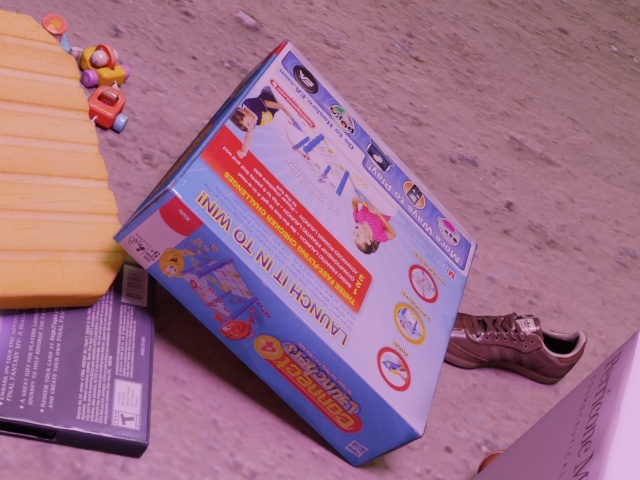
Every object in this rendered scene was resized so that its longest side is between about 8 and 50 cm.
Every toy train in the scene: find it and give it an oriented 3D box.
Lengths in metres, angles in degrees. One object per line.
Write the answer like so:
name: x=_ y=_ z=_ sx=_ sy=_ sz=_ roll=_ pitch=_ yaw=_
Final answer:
toy train: x=-0.270 y=-0.191 z=1.049 sx=0.166 sy=0.046 sz=0.125 roll=30 pitch=37 yaw=-4

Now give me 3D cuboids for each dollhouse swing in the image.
dollhouse swing: x=-0.272 y=-0.127 z=0.702 sx=0.304 sy=0.315 sz=0.347 roll=-6 pitch=66 yaw=-32

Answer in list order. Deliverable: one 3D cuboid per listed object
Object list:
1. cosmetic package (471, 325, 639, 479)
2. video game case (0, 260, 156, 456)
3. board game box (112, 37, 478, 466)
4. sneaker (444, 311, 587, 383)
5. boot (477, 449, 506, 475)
cosmetic package: x=0.111 y=0.255 z=0.549 sx=0.156 sy=0.385 sz=0.217 roll=35 pitch=37 yaw=3
video game case: x=-0.271 y=0.066 z=0.785 sx=0.274 sy=0.026 sz=0.196 roll=15 pitch=41 yaw=-20
board game box: x=0.000 y=0.000 z=0.920 sx=0.308 sy=0.086 sz=0.302 roll=46 pitch=36 yaw=-13
sneaker: x=0.200 y=0.100 z=1.037 sx=0.188 sy=0.071 sz=0.066 roll=15 pitch=41 yaw=-22
boot: x=0.167 y=0.253 z=0.793 sx=0.152 sy=0.073 sz=0.197 roll=37 pitch=25 yaw=-54
